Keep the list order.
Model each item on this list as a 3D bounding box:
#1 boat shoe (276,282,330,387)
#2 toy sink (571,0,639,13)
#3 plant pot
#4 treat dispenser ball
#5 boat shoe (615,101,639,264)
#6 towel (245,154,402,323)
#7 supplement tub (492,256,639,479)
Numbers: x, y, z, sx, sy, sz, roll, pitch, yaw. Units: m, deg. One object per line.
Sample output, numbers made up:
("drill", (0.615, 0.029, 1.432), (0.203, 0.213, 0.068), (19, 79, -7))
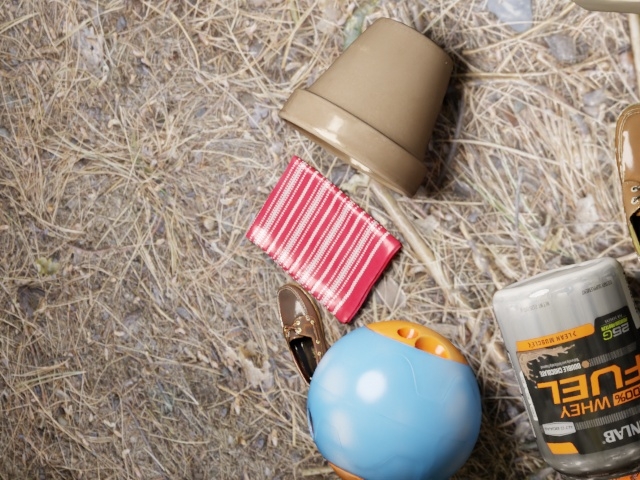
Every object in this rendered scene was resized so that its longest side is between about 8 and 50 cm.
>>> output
("boat shoe", (-0.032, 0.178, 1.661), (0.073, 0.073, 0.207), (-30, 81, 29))
("toy sink", (0.488, -0.397, 1.265), (0.234, 0.152, 0.131), (12, 102, 27))
("plant pot", (0.096, -0.233, 1.461), (0.263, 0.263, 0.229), (31, 92, 21))
("treat dispenser ball", (0.121, 0.276, 1.469), (0.288, 0.288, 0.288), (4, 99, 27))
("boat shoe", (0.509, -0.059, 1.325), (0.110, 0.104, 0.308), (-16, 89, 29))
("towel", (0.000, 0.000, 1.644), (0.275, 0.031, 0.199), (41, 112, 17))
("supplement tub", (0.407, 0.211, 1.357), (0.207, 0.207, 0.338), (-19, 88, 28))
